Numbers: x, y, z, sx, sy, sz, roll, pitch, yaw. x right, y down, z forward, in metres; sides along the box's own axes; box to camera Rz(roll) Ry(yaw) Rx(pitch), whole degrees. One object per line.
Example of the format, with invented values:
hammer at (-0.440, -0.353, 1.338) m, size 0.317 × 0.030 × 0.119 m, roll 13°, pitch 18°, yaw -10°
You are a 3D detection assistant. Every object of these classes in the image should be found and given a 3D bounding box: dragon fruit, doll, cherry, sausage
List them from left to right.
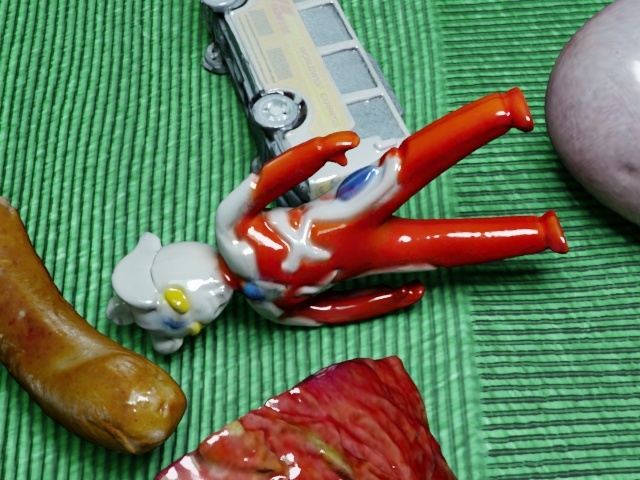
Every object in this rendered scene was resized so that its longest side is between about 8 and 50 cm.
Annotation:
sausage at (-0.223, 0.074, 0.965) m, size 0.076 × 0.103 × 0.302 m, roll -9°, pitch 45°, yaw -49°
dragon fruit at (-0.027, 0.224, 0.764) m, size 0.240 × 0.330 × 0.302 m, roll -25°, pitch 58°, yaw 13°
doll at (0.000, 0.000, 0.955) m, size 0.383 × 0.188 × 0.099 m, roll -18°, pitch 35°, yaw 13°
cherry at (0.321, -0.111, 0.986) m, size 0.239 × 0.206 × 0.239 m, roll 2°, pitch 46°, yaw -2°

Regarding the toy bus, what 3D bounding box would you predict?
toy bus at (-0.028, -0.161, 1.109) m, size 0.138 × 0.097 × 0.343 m, roll -16°, pitch 56°, yaw -15°
